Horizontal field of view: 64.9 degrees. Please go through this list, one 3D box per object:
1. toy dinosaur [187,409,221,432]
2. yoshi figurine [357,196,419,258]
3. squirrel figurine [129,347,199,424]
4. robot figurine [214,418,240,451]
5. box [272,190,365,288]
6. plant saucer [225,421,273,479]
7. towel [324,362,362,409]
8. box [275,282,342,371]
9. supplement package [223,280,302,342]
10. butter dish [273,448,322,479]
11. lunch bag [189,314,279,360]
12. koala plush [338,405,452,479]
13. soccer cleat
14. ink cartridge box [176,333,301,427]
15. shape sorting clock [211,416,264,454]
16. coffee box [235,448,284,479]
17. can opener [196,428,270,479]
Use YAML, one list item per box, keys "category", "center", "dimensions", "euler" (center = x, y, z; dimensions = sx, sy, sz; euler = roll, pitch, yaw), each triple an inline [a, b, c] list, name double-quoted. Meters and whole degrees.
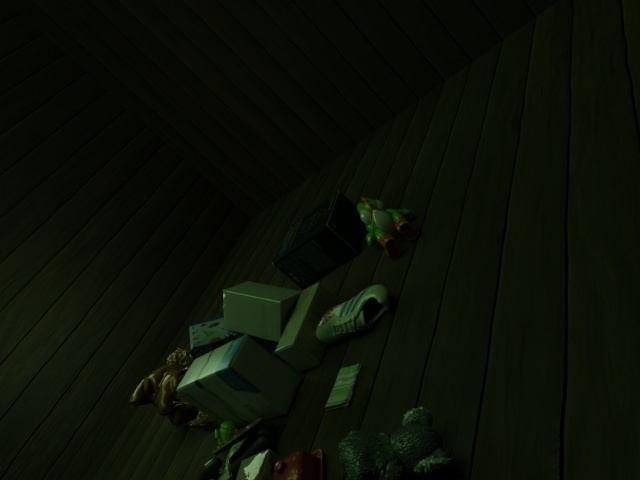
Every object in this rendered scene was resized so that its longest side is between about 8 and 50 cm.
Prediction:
- category: "toy dinosaur"
  center: [-0.437, 0.703, 2.130]
  dimensions: [0.200, 0.127, 0.296]
  euler: [-12, 27, 49]
- category: "yoshi figurine"
  center: [0.273, -0.059, 2.099]
  dimensions: [0.362, 0.203, 0.203]
  euler: [-126, 38, -58]
- category: "squirrel figurine"
  center: [-0.637, 0.669, 2.414]
  dimensions: [0.370, 0.281, 0.397]
  euler: [-23, 32, 39]
- category: "robot figurine"
  center: [-0.350, 0.734, 1.898]
  dimensions: [0.067, 0.101, 0.115]
  euler: [163, 115, -70]
- category: "box"
  center: [0.000, 0.000, 2.438]
  dimensions: [0.395, 0.212, 0.293]
  euler: [-35, 21, 35]
- category: "plant saucer"
  center: [-0.259, 0.741, 1.768]
  dimensions: [0.241, 0.037, 0.241]
  euler: [-41, 19, 18]
- category: "towel"
  center: [0.072, 0.466, 1.613]
  dimensions: [0.113, 0.023, 0.152]
  euler: [-29, 26, 43]
- category: "box"
  center: [-0.040, 0.333, 1.950]
  dimensions: [0.121, 0.148, 0.311]
  euler: [-31, 23, 42]
- category: "supplement package"
  center: [-0.239, 0.290, 2.101]
  dimensions: [0.293, 0.178, 0.175]
  euler: [8, 14, 28]
- category: "butter dish"
  center: [-0.080, 0.657, 1.407]
  dimensions: [0.160, 0.118, 0.160]
  euler: [-41, 20, 18]
- category: "lunch bag"
  center: [-0.367, 0.461, 2.247]
  dimensions: [0.385, 0.239, 0.328]
  euler: [-18, 15, -13]
- category: "koala plush"
  center: [0.176, 0.483, 1.120]
  dimensions: [0.221, 0.203, 0.196]
  euler: [-31, 22, 10]
- category: "soccer cleat"
  center: [0.107, 0.276, 1.777]
  dimensions: [0.331, 0.116, 0.143]
  euler: [-41, 19, 19]
- category: "ink cartridge box"
  center: [-0.314, 0.544, 1.898]
  dimensions: [0.395, 0.285, 0.166]
  euler: [-31, 23, 41]
- category: "shape sorting clock"
  center: [-0.280, 0.664, 1.718]
  dimensions: [0.206, 0.040, 0.206]
  euler: [-29, -16, -9]
- category: "coffee box"
  center: [-0.192, 0.762, 1.472]
  dimensions: [0.141, 0.098, 0.246]
  euler: [-35, 21, 32]
- category: "can opener"
  center: [-0.293, 0.726, 1.663]
  dimensions: [0.283, 0.095, 0.076]
  euler: [-45, 19, 7]
